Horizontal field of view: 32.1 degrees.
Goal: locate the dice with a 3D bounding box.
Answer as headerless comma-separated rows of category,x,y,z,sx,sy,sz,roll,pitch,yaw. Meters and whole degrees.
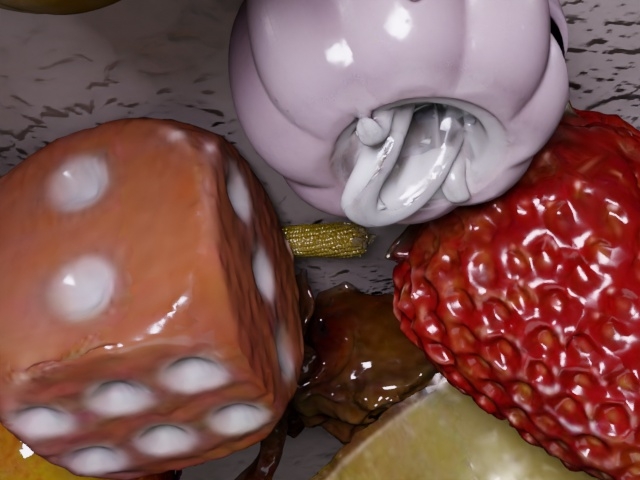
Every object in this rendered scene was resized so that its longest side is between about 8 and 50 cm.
dice,-0.119,0.041,0.725,0.175,0.179,0.174,-13,142,13

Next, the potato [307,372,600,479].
potato,0.176,0.284,0.911,0.385,0.319,0.442,-32,155,-3

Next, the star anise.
star anise,-0.022,0.143,0.926,0.237,0.148,0.346,26,119,-40

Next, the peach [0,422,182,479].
peach,-0.228,0.172,0.882,0.231,0.231,0.231,-4,147,-3

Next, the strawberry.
strawberry,0.163,0.050,0.678,0.205,0.244,0.205,-33,164,-11

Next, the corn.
corn,0.000,0.000,0.824,0.083,0.027,0.028,-1,167,-6

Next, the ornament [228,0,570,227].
ornament,0.041,-0.088,0.574,0.178,0.177,0.177,-4,147,-3

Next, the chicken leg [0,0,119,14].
chicken leg,-0.098,-0.271,0.313,0.295,0.182,0.409,-24,128,11
